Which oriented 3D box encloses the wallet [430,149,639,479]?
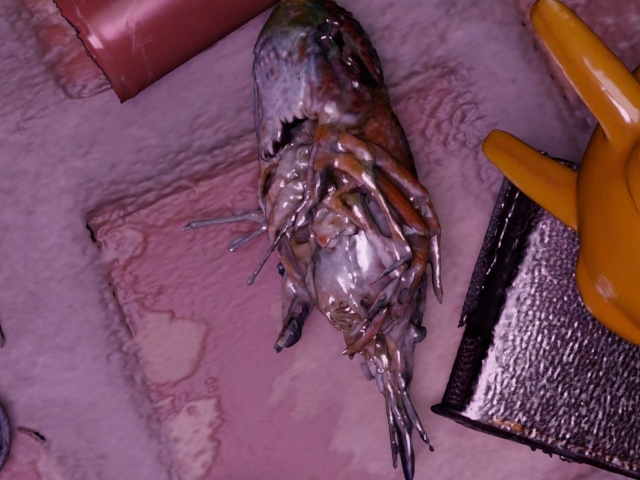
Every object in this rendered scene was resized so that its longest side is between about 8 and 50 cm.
[{"bbox_3d":[0.239,0.069,0.996,0.262,0.071,0.220,18,83,-6],"label":"wallet"}]

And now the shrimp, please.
[{"bbox_3d":[0.000,-0.002,0.977,0.172,0.137,0.372,-13,74,35],"label":"shrimp"}]

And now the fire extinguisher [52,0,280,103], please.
[{"bbox_3d":[-0.052,-0.253,1.015,0.337,0.106,0.147,-34,61,-5],"label":"fire extinguisher"}]

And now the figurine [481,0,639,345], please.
[{"bbox_3d":[0.336,-0.069,0.879,0.387,0.401,0.268,-17,118,-16],"label":"figurine"}]

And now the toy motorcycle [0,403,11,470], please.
[{"bbox_3d":[-0.333,0.238,0.949,0.213,0.125,0.358,-8,82,7],"label":"toy motorcycle"}]
